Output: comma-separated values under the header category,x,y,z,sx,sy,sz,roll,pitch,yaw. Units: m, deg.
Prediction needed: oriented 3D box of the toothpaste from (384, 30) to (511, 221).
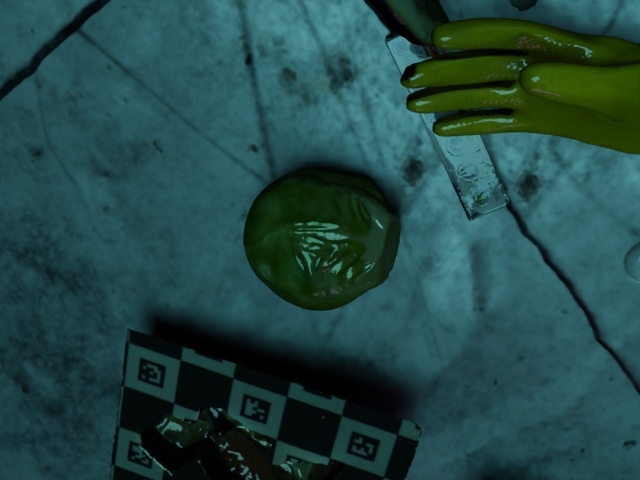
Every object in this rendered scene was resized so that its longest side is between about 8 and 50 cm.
category,x,y,z,sx,sy,sz,roll,pitch,yaw
toothpaste,0.122,-0.113,0.800,0.047,0.040,0.196,-24,108,16

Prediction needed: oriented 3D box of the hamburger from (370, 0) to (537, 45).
category,x,y,z,sx,sy,sz,roll,pitch,yaw
hamburger,0.079,-0.309,0.648,0.167,0.192,0.288,-18,142,25

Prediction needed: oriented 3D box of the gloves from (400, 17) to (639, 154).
category,x,y,z,sx,sy,sz,roll,pitch,yaw
gloves,0.212,-0.119,0.709,0.294,0.116,0.133,4,139,-1

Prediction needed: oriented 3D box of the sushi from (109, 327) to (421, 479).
category,x,y,z,sx,sy,sz,roll,pitch,yaw
sushi,-0.081,0.285,1.010,0.343,0.064,0.359,17,117,8

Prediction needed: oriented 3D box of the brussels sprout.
category,x,y,z,sx,sy,sz,roll,pitch,yaw
brussels sprout,-0.001,0.003,0.836,0.155,0.117,0.155,8,112,19
